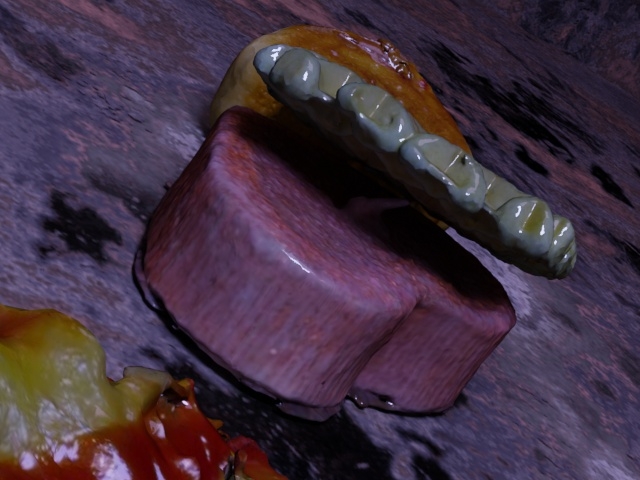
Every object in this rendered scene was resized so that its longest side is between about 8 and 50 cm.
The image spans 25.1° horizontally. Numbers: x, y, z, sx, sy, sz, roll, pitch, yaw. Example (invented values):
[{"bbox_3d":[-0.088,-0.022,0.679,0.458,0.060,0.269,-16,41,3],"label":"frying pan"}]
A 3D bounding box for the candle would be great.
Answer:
[{"bbox_3d":[0.000,0.000,1.101,0.317,0.131,0.287,15,26,-48],"label":"candle"}]

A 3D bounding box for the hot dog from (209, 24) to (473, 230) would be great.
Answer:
[{"bbox_3d":[0.025,-0.107,1.353,0.256,0.150,0.153,32,30,-13],"label":"hot dog"}]

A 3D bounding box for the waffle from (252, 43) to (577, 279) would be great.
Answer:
[{"bbox_3d":[0.076,-0.061,1.119,0.292,0.056,0.309,36,3,8],"label":"waffle"}]

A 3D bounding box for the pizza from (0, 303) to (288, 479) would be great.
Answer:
[{"bbox_3d":[-0.097,0.121,0.562,0.406,0.130,0.440,49,11,-19],"label":"pizza"}]
